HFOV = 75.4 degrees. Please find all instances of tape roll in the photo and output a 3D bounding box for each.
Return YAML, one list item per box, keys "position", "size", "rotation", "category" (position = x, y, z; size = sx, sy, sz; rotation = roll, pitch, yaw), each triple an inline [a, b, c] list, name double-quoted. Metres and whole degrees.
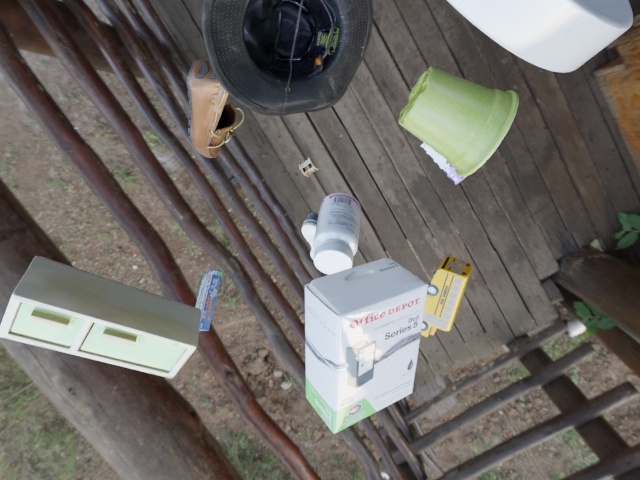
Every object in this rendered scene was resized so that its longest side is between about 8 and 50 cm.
- position: [0.220, -0.380, 0.505]
  size: [0.392, 0.392, 0.072]
  rotation: [40, 140, -7]
  category: "tape roll"

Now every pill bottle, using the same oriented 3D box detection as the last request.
- position: [0.060, -0.025, 1.499]
  size: [0.160, 0.283, 0.161]
  rotation: [6, 138, 5]
  category: "pill bottle"

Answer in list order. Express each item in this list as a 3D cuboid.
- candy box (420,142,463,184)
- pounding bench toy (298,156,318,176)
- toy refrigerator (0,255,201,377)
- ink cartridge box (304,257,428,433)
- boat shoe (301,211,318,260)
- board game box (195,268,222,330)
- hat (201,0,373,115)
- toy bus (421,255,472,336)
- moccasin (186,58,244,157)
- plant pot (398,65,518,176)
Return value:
- position: [0.487, -0.331, 1.482]
  size: [0.196, 0.070, 0.165]
  rotation: [51, 130, 11]
  category: "candy box"
- position: [-0.050, -0.319, 1.843]
  size: [0.065, 0.083, 0.052]
  rotation: [-33, 69, 14]
  category: "pounding bench toy"
- position: [-0.343, 0.135, 0.671]
  size: [0.269, 0.094, 0.102]
  rotation: [26, 120, -27]
  category: "toy refrigerator"
- position: [0.080, 0.194, 0.787]
  size: [0.198, 0.114, 0.273]
  rotation: [-15, 120, -28]
  category: "ink cartridge box"
- position: [0.000, 0.000, 1.884]
  size: [0.116, 0.099, 0.320]
  rotation: [-4, 141, 18]
  category: "boat shoe"
- position: [-0.393, 0.207, 1.420]
  size: [0.035, 0.136, 0.202]
  rotation: [19, 69, -25]
  category: "board game box"
- position: [-0.070, -0.400, 0.776]
  size: [0.331, 0.134, 0.332]
  rotation: [-19, 131, -23]
  category: "hat"
- position: [0.462, 0.225, 1.571]
  size: [0.130, 0.108, 0.333]
  rotation: [20, 125, 22]
  category: "toy bus"
- position: [-0.304, -0.364, 1.219]
  size: [0.146, 0.380, 0.139]
  rotation: [13, 61, -10]
  category: "moccasin"
- position: [0.381, -0.368, 1.221]
  size: [0.253, 0.276, 0.276]
  rotation: [26, 104, -6]
  category: "plant pot"
